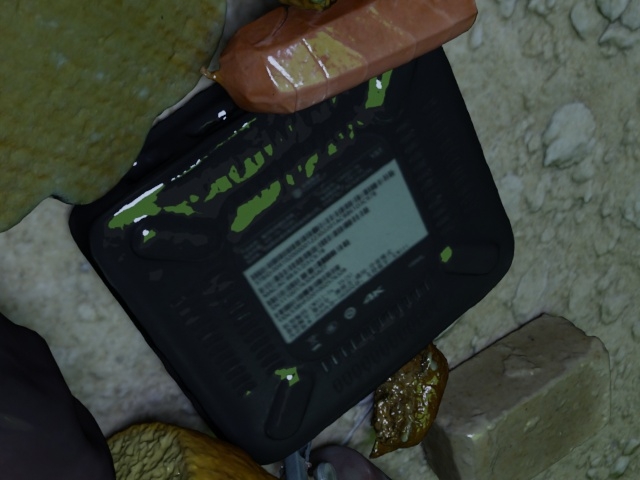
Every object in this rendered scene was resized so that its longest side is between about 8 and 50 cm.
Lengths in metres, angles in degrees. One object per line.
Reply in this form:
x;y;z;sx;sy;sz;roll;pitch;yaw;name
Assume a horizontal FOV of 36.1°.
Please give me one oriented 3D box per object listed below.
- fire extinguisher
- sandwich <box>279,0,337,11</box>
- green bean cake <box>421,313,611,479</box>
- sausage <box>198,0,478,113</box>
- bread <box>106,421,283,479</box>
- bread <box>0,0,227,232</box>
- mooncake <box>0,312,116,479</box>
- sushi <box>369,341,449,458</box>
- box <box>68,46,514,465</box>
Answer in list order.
0.039;0.247;0.870;0.105;0.105;0.269;-48;130;-4;fire extinguisher
0.018;-0.210;0.564;0.144;0.187;0.117;-13;120;-22;sandwich
0.183;0.158;0.923;0.179;0.085;0.109;-29;128;-18;green bean cake
0.011;-0.124;0.603;0.169;0.065;0.065;-27;126;-15;sausage
-0.116;0.209;0.713;0.260;0.134;0.129;-31;120;29;bread
-0.152;-0.097;0.514;0.207;0.056;0.286;-57;162;1;bread
-0.264;0.153;0.567;0.283;0.141;0.283;-16;131;-19;mooncake
0.073;0.137;0.859;0.060;0.061;0.118;20;79;-34;sushi
0.000;0.000;0.724;0.290;0.073;0.289;-37;127;-13;box
